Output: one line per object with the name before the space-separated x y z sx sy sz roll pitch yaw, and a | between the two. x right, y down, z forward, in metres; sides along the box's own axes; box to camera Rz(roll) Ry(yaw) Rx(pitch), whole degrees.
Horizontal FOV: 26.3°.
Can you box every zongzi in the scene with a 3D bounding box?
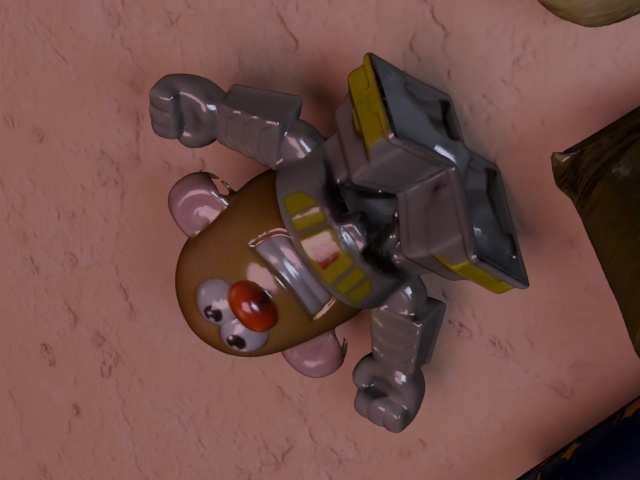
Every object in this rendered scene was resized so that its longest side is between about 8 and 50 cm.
zongzi | 0.327 -0.019 0.900 0.300 0.145 0.273 -35 53 27

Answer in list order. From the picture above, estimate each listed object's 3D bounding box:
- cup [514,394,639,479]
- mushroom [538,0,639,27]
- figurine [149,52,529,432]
cup | 0.271 0.237 1.037 0.178 0.255 0.256 28 129 -24
mushroom | 0.175 -0.305 0.885 0.217 0.212 0.292 -33 85 40
figurine | 0.001 0.000 1.129 0.285 0.167 0.342 -27 83 30
